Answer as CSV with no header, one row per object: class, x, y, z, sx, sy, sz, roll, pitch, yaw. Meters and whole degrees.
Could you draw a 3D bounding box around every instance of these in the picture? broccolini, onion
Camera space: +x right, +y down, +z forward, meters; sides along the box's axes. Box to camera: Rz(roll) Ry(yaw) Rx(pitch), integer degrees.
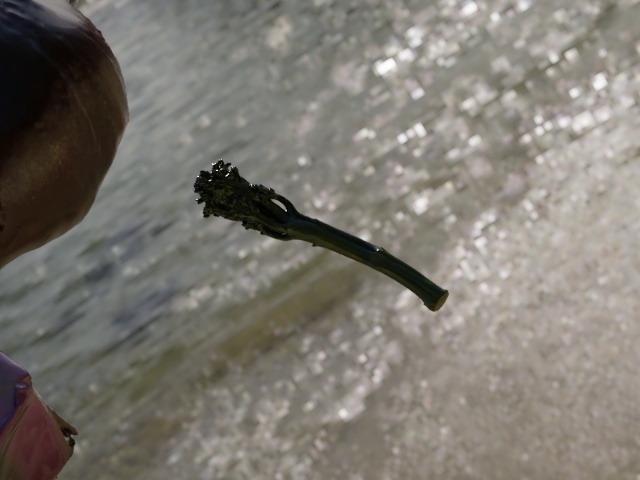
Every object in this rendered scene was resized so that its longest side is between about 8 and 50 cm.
broccolini,0.000,0.000,1.381,0.054,0.239,0.051,-61,-10,-10
onion,-0.254,-0.086,0.932,0.272,0.195,0.272,-12,37,9

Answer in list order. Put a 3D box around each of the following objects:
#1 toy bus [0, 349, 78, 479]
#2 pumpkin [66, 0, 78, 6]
toy bus,-0.221,0.155,0.704,0.112,0.090,0.274,17,60,25
pumpkin,-0.360,-0.264,1.364,0.363,0.266,0.363,-24,34,17
